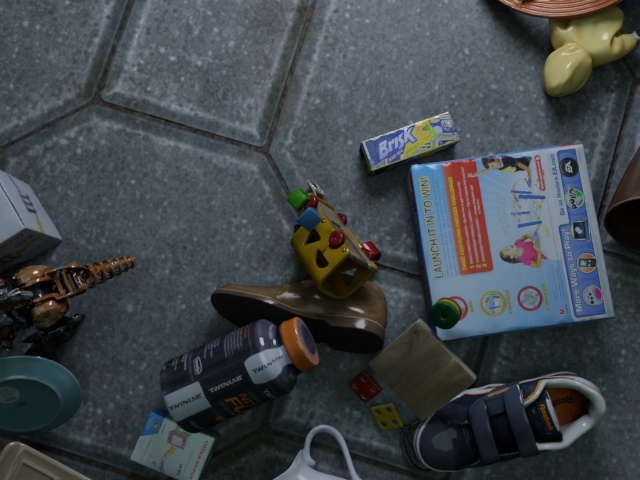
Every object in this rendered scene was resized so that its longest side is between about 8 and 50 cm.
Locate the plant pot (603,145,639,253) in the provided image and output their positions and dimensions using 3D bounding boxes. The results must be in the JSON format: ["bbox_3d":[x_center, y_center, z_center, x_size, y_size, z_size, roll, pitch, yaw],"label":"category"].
[{"bbox_3d":[0.617,-0.112,1.249,0.215,0.215,0.230,20,68,3],"label":"plant pot"}]

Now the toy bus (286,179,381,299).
[{"bbox_3d":[0.002,0.006,1.248,0.191,0.202,0.104,44,103,-3],"label":"toy bus"}]

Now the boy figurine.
[{"bbox_3d":[0.490,-0.380,1.325,0.177,0.092,0.285,24,84,3],"label":"boy figurine"}]

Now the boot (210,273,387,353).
[{"bbox_3d":[-0.034,0.110,1.275,0.305,0.112,0.115,10,53,5],"label":"boot"}]

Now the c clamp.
[{"bbox_3d":[0.201,0.316,1.273,0.160,0.022,0.137,-37,89,-6],"label":"c clamp"}]

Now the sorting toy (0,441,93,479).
[{"bbox_3d":[-0.457,0.455,1.197,0.208,0.038,0.193,27,83,-1],"label":"sorting toy"}]

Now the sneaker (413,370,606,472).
[{"bbox_3d":[0.311,0.296,1.211,0.321,0.127,0.126,-20,88,-5],"label":"sneaker"}]

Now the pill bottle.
[{"bbox_3d":[-0.127,0.211,1.203,0.245,0.130,0.130,-26,83,11],"label":"pill bottle"}]

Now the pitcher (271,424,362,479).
[{"bbox_3d":[0.028,0.423,1.216,0.207,0.125,0.178,33,68,15],"label":"pitcher"}]

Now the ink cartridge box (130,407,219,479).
[{"bbox_3d":[-0.246,0.350,1.250,0.122,0.052,0.088,22,83,1],"label":"ink cartridge box"}]

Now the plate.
[{"bbox_3d":[-0.493,0.265,1.214,0.188,0.024,0.188,-7,127,-9],"label":"plate"}]

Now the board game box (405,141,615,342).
[{"bbox_3d":[0.322,0.006,1.277,0.302,0.086,0.308,-7,83,-1],"label":"board game box"}]

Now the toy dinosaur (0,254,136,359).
[{"bbox_3d":[-0.459,0.108,1.185,0.322,0.218,0.164,-2,75,-16],"label":"toy dinosaur"}]

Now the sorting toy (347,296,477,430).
[{"bbox_3d":[0.166,0.213,1.219,0.132,0.046,0.274,46,123,5],"label":"sorting toy"}]

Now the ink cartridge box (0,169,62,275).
[{"bbox_3d":[-0.546,-0.029,1.236,0.128,0.176,0.127,-32,84,-4],"label":"ink cartridge box"}]

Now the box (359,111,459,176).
[{"bbox_3d":[0.157,-0.171,1.316,0.169,0.054,0.059,-20,83,-2],"label":"box"}]

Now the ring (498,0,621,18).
[{"bbox_3d":[0.440,-0.547,1.320,0.336,0.032,0.337,-6,69,15],"label":"ring"}]
